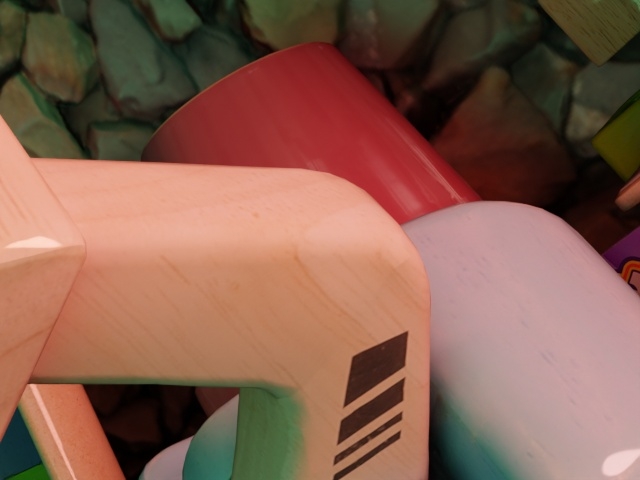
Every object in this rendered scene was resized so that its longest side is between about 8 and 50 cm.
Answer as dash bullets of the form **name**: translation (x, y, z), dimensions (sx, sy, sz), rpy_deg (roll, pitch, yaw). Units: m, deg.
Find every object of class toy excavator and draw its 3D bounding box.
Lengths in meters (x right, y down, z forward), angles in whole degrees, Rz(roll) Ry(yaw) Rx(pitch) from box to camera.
- **toy excavator**: translation (0.024, 0.079, 0.593), dimensions (0.222, 0.433, 0.445), rpy_deg (51, 151, 37)

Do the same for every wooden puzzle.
- **wooden puzzle**: translation (-0.143, 0.207, 0.910), dimensions (0.322, 0.080, 0.348), rpy_deg (64, 162, 6)

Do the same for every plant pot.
- **plant pot**: translation (0.000, 0.000, 0.866), dimensions (0.201, 0.201, 0.180), rpy_deg (-37, 77, 30)

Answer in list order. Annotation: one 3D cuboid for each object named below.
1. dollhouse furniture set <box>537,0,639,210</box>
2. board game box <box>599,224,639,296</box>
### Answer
- **dollhouse furniture set**: translation (0.114, -0.182, 0.757), dimensions (0.301, 0.151, 0.197), rpy_deg (47, 120, 0)
- **board game box**: translation (0.307, 0.098, 0.760), dimensions (0.233, 0.078, 0.347), rpy_deg (-42, 69, 30)
